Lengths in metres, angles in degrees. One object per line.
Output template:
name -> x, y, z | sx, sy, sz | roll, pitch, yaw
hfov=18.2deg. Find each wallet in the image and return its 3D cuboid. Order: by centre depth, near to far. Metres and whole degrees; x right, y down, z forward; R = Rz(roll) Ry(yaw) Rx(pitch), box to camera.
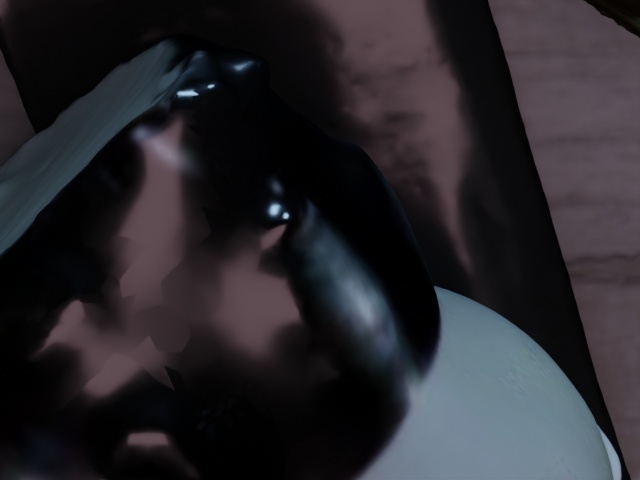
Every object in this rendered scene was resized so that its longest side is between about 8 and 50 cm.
wallet -> 0.000, 0.000, 0.822 | 0.197, 0.051, 0.377 | -19, 111, -2

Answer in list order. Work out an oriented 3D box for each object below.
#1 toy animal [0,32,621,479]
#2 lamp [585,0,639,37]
toy animal -> -0.029, 0.071, 0.705 | 0.212, 0.212, 0.267 | -36, 109, 4
lamp -> 0.136, -0.243, 0.733 | 0.090, 0.089, 0.325 | -11, 113, -9
